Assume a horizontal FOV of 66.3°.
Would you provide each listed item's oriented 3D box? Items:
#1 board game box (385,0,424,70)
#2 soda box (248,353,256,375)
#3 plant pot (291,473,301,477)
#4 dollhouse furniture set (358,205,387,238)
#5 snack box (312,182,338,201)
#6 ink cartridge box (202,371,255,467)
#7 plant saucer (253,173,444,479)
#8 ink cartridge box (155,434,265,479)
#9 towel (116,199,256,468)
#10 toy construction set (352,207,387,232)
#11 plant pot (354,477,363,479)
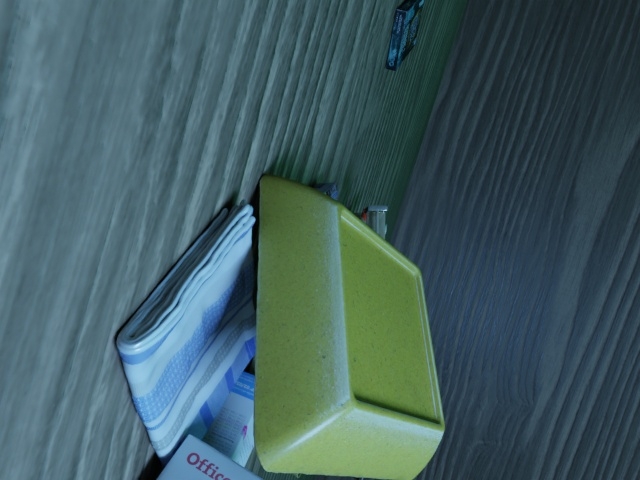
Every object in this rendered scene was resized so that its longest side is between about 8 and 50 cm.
[{"bbox_3d":[0.193,-0.475,1.099,0.186,0.026,0.126,-58,161,-46],"label":"board game box"},{"bbox_3d":[-0.080,0.213,0.811,0.058,0.061,0.182,2,105,-77],"label":"soda box"},{"bbox_3d":[-0.069,0.459,1.126,0.134,0.095,0.134,18,90,-78],"label":"plant pot"},{"bbox_3d":[0.060,0.027,0.980,0.129,0.129,0.184,100,-9,-88],"label":"dollhouse furniture set"},{"bbox_3d":[-0.007,-0.027,0.786,0.141,0.037,0.101,-46,135,-59],"label":"snack box"},{"bbox_3d":[-0.134,0.287,0.684,0.104,0.061,0.181,94,18,-49],"label":"ink cartridge box"},{"bbox_3d":[0.058,0.110,0.613,0.332,0.080,0.333,34,45,-47],"label":"plant saucer"},{"bbox_3d":[-0.133,0.338,0.497,0.212,0.154,0.093,-51,157,-38],"label":"ink cartridge box"},{"bbox_3d":[-0.127,0.119,0.549,0.285,0.034,0.209,96,18,-44],"label":"towel"},{"bbox_3d":[0.093,0.089,1.176,0.215,0.151,0.328,-25,128,-40],"label":"toy construction set"},{"bbox_3d":[0.015,0.262,0.763,0.167,0.165,0.167,17,90,-77],"label":"plant pot"}]
